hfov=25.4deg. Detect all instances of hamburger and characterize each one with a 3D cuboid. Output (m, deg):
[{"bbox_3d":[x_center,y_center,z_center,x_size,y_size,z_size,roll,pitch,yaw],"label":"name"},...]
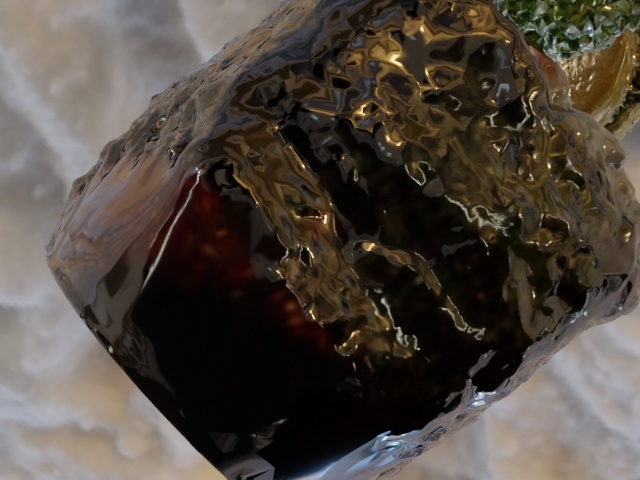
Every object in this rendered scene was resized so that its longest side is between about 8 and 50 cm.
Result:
[{"bbox_3d":[0.209,-0.152,1.236,0.122,0.215,0.189,22,101,-44],"label":"hamburger"}]

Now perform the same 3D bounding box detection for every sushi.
[{"bbox_3d":[0.000,0.000,0.425,0.136,0.126,0.225,47,174,-3],"label":"sushi"}]

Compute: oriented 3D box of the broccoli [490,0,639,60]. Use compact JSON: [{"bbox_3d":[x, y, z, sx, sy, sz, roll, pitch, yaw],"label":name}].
[{"bbox_3d":[0.161,-0.308,0.809,0.310,0.413,0.321,11,176,-2],"label":"broccoli"}]
